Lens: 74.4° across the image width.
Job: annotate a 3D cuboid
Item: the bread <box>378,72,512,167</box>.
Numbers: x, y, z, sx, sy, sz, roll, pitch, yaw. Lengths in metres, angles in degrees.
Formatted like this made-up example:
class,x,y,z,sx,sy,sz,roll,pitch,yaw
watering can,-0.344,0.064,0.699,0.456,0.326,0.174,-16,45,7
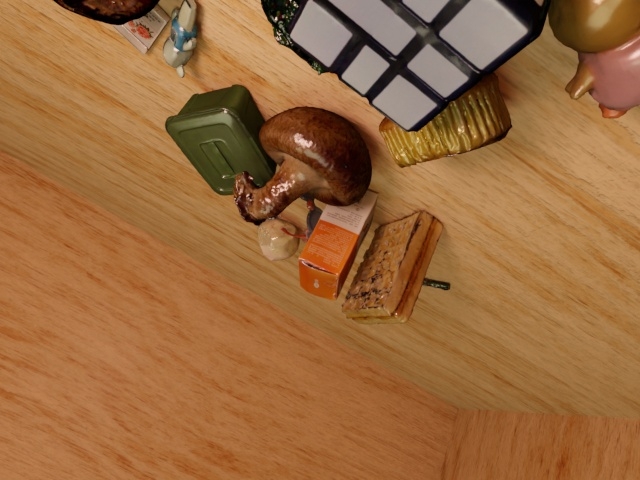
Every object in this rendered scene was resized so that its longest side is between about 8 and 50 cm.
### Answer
class,x,y,z,sx,sy,sz,roll,pitch,yaw
bread,0.259,-0.253,0.897,0.254,0.227,0.142,0,122,51

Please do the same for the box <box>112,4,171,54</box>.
class,x,y,z,sx,sy,sz,roll,pitch,yaw
box,-0.500,-0.605,1.173,0.109,0.029,0.198,42,149,-28

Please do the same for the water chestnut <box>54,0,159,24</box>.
class,x,y,z,sx,sy,sz,roll,pitch,yaw
water chestnut,-0.479,-0.623,0.884,0.300,0.299,0.300,21,153,11

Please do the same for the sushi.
class,x,y,z,sx,sy,sz,roll,pitch,yaw
sushi,-0.022,-0.462,0.881,0.225,0.127,0.124,41,151,-22

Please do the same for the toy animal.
class,x,y,z,sx,sy,sz,roll,pitch,yaw
toy animal,0.453,-0.326,0.650,0.195,0.169,0.281,-42,109,17

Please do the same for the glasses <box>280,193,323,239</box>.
class,x,y,z,sx,sy,sz,roll,pitch,yaw
glasses,-0.114,-0.112,1.531,0.269,0.118,0.234,-8,106,46

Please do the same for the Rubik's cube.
class,x,y,z,sx,sy,sz,roll,pitch,yaw
Rubik's cube,0.161,-0.399,0.654,0.294,0.288,0.283,31,153,-12

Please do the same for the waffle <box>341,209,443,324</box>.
class,x,y,z,sx,sy,sz,roll,pitch,yaw
waffle,0.227,0.094,1.381,0.114,0.376,0.261,37,154,-21

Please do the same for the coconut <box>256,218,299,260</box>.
class,x,y,z,sx,sy,sz,roll,pitch,yaw
coconut,-0.178,-0.002,1.803,0.195,0.194,0.194,21,153,11

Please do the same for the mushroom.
class,x,y,z,sx,sy,sz,roll,pitch,yaw
mushroom,-0.053,-0.198,1.160,0.334,0.356,0.330,26,146,43

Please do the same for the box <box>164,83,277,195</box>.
class,x,y,z,sx,sy,sz,roll,pitch,yaw
box,-0.281,-0.306,1.312,0.253,0.177,0.328,-5,141,20

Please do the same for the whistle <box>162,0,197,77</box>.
class,x,y,z,sx,sy,sz,roll,pitch,yaw
whistle,-0.365,-0.542,1.117,0.113,0.077,0.236,61,144,4

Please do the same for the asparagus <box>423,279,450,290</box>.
class,x,y,z,sx,sy,sz,roll,pitch,yaw
asparagus,0.442,0.174,1.715,0.165,0.030,0.036,11,174,26

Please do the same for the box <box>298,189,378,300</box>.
class,x,y,z,sx,sy,sz,roll,pitch,yaw
box,0.057,0.004,1.409,0.144,0.341,0.225,23,154,11

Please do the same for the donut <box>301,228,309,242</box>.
class,x,y,z,sx,sy,sz,roll,pitch,yaw
donut,0.000,0.000,1.770,0.166,0.065,0.117,25,155,1
